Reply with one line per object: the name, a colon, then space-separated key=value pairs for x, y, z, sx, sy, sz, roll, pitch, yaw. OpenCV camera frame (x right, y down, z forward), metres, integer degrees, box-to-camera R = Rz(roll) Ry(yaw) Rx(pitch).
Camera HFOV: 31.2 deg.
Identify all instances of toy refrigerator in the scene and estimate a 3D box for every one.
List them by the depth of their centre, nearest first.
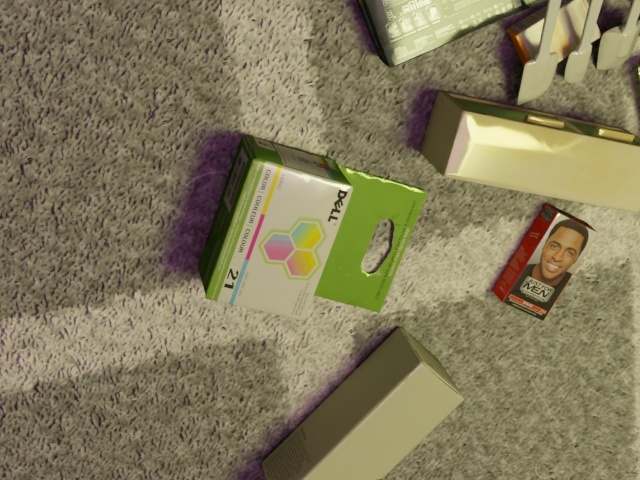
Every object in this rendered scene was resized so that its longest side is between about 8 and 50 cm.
toy refrigerator: x=0.274 y=-0.115 z=1.428 sx=0.269 sy=0.102 sz=0.094 roll=10 pitch=109 yaw=-16

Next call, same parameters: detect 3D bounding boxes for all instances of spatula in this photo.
spatula: x=0.319 y=-0.258 z=1.345 sx=0.168 sy=0.019 sz=0.242 roll=-18 pitch=151 yaw=-9

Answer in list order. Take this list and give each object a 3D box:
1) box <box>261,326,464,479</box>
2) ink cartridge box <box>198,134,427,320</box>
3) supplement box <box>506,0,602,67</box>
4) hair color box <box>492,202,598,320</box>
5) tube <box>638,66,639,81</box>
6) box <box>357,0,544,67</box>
box: x=0.053 y=0.255 z=1.525 sx=0.275 sy=0.113 sz=0.094 roll=-44 pitch=115 yaw=8
ink cartridge box: x=0.000 y=0.000 z=1.414 sx=0.255 sy=0.097 sz=0.189 roll=15 pitch=108 yaw=-17
supplement box: x=0.287 y=-0.256 z=1.408 sx=0.098 sy=0.036 sz=0.062 roll=-30 pitch=116 yaw=2
hair color box: x=0.299 y=0.029 z=1.525 sx=0.072 sy=0.043 sz=0.141 roll=24 pitch=104 yaw=-20
tube: x=0.463 y=-0.127 z=1.491 sx=0.062 sy=0.070 sz=0.240 roll=-4 pitch=114 yaw=23
box: x=0.148 y=-0.332 z=1.332 sx=0.232 sy=0.059 sz=0.183 roll=-25 pitch=116 yaw=-2
